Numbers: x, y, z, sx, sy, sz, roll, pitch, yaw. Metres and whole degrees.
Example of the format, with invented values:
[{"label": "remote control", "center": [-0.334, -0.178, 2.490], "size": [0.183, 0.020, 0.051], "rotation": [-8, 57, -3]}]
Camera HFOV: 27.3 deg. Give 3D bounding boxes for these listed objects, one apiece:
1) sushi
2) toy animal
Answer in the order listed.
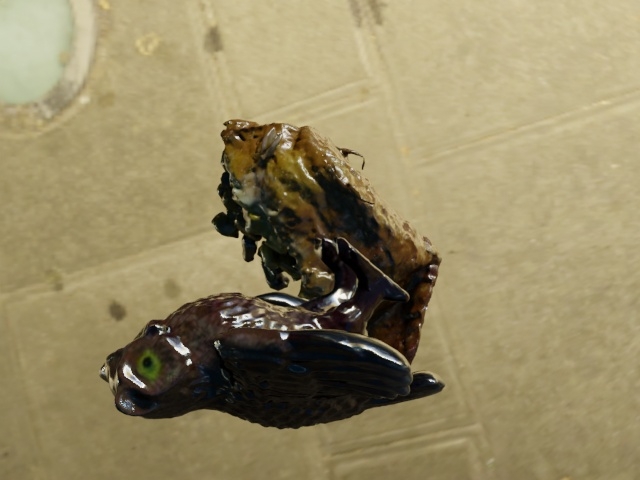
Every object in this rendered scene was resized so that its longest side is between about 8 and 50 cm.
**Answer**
[{"label": "sushi", "center": [-0.002, -0.003, 1.357], "size": [0.179, 0.167, 0.296], "rotation": [-42, 110, 10]}, {"label": "toy animal", "center": [-0.028, 0.076, 0.762], "size": [0.179, 0.218, 0.116], "rotation": [-25, 102, -12]}]
